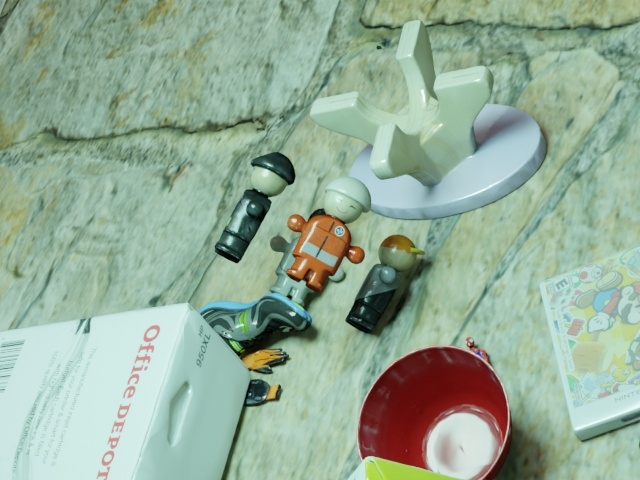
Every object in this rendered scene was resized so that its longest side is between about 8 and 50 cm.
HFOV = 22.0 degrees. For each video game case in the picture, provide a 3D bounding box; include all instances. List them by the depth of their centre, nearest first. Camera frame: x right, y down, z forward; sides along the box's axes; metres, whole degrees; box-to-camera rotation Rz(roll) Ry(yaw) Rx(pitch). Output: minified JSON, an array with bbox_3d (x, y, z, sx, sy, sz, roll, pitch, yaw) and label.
[{"bbox_3d":[0.363,0.099,1.857,0.206,0.026,0.227,-22,43,16],"label":"video game case"}]

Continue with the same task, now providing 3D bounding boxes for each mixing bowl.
[{"bbox_3d":[0.142,0.218,1.830,0.181,0.098,0.181,-12,62,24],"label":"mixing bowl"}]

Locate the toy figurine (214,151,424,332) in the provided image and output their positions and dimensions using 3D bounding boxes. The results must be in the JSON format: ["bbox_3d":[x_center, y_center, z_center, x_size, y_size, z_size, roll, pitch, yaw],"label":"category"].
[{"bbox_3d":[0.000,0.000,2.054,0.213,0.209,0.148,17,75,43],"label":"toy figurine"}]

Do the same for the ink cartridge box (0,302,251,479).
[{"bbox_3d":[-0.315,0.257,2.064,0.395,0.166,0.285,-9,48,30],"label":"ink cartridge box"}]

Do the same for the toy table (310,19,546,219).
[{"bbox_3d":[0.135,-0.146,2.135,0.274,0.161,0.252,-18,44,21],"label":"toy table"}]

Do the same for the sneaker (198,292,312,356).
[{"bbox_3d":[-0.087,0.116,2.122,0.188,0.067,0.078,-9,49,36],"label":"sneaker"}]

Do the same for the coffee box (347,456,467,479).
[{"bbox_3d":[0.124,0.438,1.382,0.338,0.338,0.334,-90,24,-43],"label":"coffee box"}]

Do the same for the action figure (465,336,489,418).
[{"bbox_3d":[0.182,0.158,1.926,0.038,0.030,0.115,-26,40,19],"label":"action figure"}]

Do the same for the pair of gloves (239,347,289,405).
[{"bbox_3d":[-0.077,0.174,2.098,0.074,0.010,0.083,-11,49,30],"label":"pair of gloves"}]
